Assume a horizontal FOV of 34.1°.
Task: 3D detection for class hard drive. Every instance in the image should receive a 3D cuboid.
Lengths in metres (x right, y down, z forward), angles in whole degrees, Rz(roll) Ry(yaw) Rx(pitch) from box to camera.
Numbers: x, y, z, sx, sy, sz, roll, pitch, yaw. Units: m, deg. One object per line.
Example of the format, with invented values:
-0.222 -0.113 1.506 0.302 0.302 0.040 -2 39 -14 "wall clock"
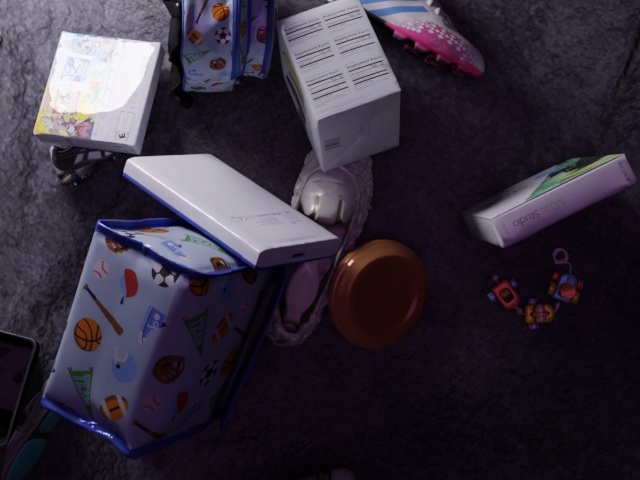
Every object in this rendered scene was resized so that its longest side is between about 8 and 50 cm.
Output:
-0.147 -0.054 1.736 0.319 0.210 0.040 33 114 30 "hard drive"

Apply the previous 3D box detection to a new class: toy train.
0.394 0.090 1.884 0.166 0.046 0.125 -30 92 1 "toy train"

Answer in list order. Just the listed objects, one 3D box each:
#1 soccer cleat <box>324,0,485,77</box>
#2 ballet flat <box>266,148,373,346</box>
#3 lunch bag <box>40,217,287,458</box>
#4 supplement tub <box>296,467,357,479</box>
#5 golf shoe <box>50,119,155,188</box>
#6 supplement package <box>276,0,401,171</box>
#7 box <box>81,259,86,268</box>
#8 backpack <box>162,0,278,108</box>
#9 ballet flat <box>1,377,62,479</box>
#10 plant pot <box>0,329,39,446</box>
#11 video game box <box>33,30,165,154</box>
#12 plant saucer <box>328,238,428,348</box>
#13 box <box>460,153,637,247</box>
0.163 -0.411 1.836 0.331 0.116 0.143 29 92 0 "soccer cleat"
0.000 0.000 1.841 0.147 0.147 0.408 17 91 0 "ballet flat"
-0.216 0.142 1.706 0.239 0.385 0.327 27 103 21 "lunch bag"
-0.068 0.547 1.802 0.325 0.235 0.235 -17 91 0 "supplement tub"
-0.394 -0.177 1.863 0.198 0.077 0.093 -31 91 0 "golf shoe"
0.032 -0.263 1.766 0.149 0.194 0.203 -20 68 -5 "supplement package"
-0.348 0.089 1.893 0.116 0.029 0.162 -25 93 1 "box"
-0.175 -0.378 1.764 0.213 0.263 0.276 -5 91 0 "backpack"
-0.521 0.340 1.890 0.068 0.072 0.213 35 91 27 "ballet flat"
-0.591 0.238 1.824 0.188 0.167 0.188 16 86 0 "plant pot"
-0.387 -0.260 1.835 0.187 0.048 0.205 9 73 6 "video game box"
0.110 0.098 1.847 0.200 0.037 0.199 -5 103 -25 "plant saucer"
0.368 -0.070 1.743 0.232 0.322 0.058 -26 95 0 "box"
